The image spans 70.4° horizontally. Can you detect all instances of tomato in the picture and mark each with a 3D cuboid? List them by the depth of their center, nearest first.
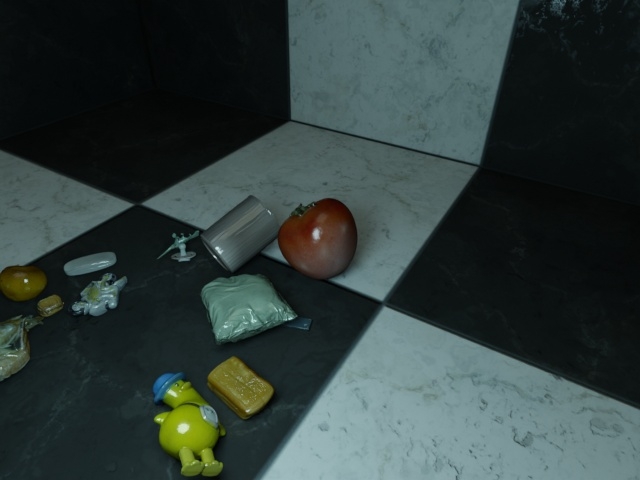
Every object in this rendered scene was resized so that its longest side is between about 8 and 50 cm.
[{"bbox_3d":[0.000,0.000,1.764,0.322,0.321,0.321,1,36,0],"label":"tomato"}]

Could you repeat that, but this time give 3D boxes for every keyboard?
[{"bbox_3d":[-0.121,0.285,1.607,0.176,0.014,0.055,8,36,10],"label":"keyboard"}]

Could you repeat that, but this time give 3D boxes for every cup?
[{"bbox_3d":[-0.332,-0.037,1.836,0.273,0.208,0.288,-41,41,-17],"label":"cup"}]

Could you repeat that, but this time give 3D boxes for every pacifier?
[{"bbox_3d":[-0.568,0.046,1.876,0.099,0.078,0.081,-7,22,-10],"label":"pacifier"}]

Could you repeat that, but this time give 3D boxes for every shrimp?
[{"bbox_3d":[-0.983,0.332,1.439,0.168,0.077,0.317,45,22,-4],"label":"shrimp"}]

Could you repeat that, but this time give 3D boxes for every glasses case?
[{"bbox_3d":[-0.925,0.092,1.826,0.194,0.049,0.074,-15,39,-23],"label":"glasses case"}]

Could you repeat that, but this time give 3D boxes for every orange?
[{"bbox_3d":[-1.103,0.156,1.679,0.157,0.134,0.156,12,-5,1],"label":"orange"}]

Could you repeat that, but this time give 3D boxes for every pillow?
[{"bbox_3d":[-0.260,0.224,1.582,0.284,0.138,0.310,-12,31,-21],"label":"pillow"}]

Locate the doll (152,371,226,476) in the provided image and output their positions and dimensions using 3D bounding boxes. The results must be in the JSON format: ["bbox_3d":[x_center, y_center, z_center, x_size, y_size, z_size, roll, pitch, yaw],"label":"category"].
[{"bbox_3d":[-0.360,0.490,1.238,0.199,0.145,0.363,27,9,-35],"label":"doll"}]

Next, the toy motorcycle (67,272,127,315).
[{"bbox_3d":[-0.797,0.203,1.657,0.151,0.074,0.228,13,36,12],"label":"toy motorcycle"}]

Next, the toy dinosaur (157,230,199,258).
[{"bbox_3d":[-0.596,0.017,1.912,0.044,0.187,0.106,45,15,16],"label":"toy dinosaur"}]

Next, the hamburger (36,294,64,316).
[{"bbox_3d":[-0.971,0.236,1.631,0.083,0.044,0.076,-28,43,-36],"label":"hamburger"}]

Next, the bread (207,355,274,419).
[{"bbox_3d":[-0.236,0.437,1.341,0.200,0.077,0.116,29,43,30],"label":"bread"}]
